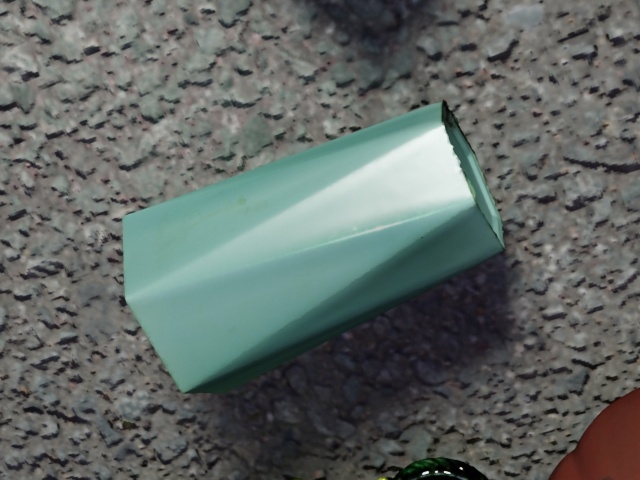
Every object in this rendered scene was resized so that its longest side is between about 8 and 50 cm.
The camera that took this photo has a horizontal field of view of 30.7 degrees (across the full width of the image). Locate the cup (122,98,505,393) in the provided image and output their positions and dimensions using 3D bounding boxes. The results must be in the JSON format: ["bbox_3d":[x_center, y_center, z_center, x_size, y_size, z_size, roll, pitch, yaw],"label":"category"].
[{"bbox_3d":[0.000,0.000,0.794,0.236,0.148,0.134,-25,139,12],"label":"cup"}]

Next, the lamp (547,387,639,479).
[{"bbox_3d":[0.283,0.233,0.764,0.303,0.257,0.303,0,91,37],"label":"lamp"}]

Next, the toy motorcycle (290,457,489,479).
[{"bbox_3d":[-0.007,0.278,0.897,0.342,0.142,0.206,-11,112,15],"label":"toy motorcycle"}]
